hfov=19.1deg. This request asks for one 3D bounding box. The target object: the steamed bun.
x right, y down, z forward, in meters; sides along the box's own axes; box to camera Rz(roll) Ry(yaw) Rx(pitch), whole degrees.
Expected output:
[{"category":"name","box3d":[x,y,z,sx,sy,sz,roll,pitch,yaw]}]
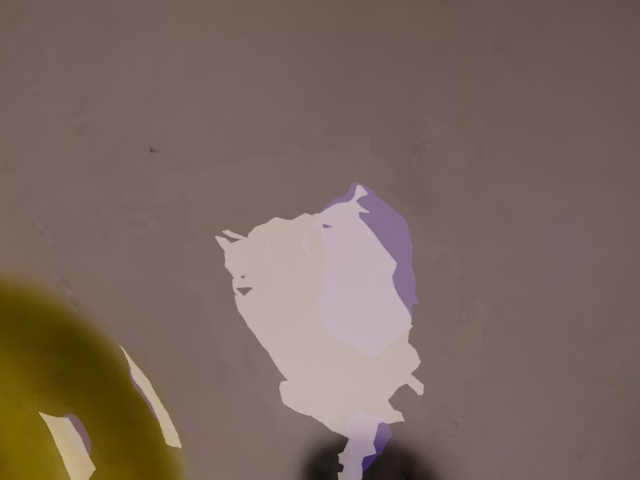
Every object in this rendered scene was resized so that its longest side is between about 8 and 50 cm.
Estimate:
[{"category":"steamed bun","box3d":[0.002,-0.005,0.618,0.334,0.334,0.374,25,138,-7]}]
